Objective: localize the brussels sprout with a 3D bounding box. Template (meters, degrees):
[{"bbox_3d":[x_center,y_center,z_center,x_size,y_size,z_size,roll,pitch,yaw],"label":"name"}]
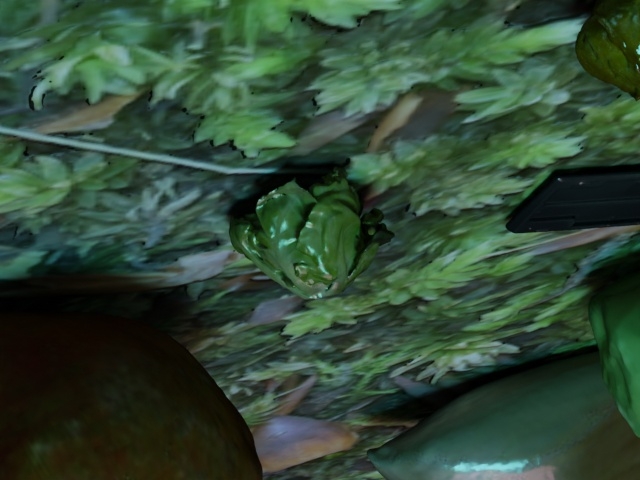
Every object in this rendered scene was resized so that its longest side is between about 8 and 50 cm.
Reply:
[{"bbox_3d":[0.000,0.000,0.953,0.085,0.058,0.085,-23,174,-2],"label":"brussels sprout"}]

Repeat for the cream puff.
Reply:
[{"bbox_3d":[0.155,-0.091,0.820,0.083,0.058,0.083,-3,154,-25],"label":"cream puff"}]

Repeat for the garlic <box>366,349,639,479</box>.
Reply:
[{"bbox_3d":[0.193,0.134,1.377,0.318,0.112,0.143,-23,157,-9],"label":"garlic"}]

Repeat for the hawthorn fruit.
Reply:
[{"bbox_3d":[-0.123,0.128,1.019,0.210,0.210,0.262,-28,180,31],"label":"hawthorn fruit"}]

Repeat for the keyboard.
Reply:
[{"bbox_3d":[0.205,-0.027,1.082,0.202,0.011,0.067,-4,155,-26],"label":"keyboard"}]

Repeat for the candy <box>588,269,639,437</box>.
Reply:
[{"bbox_3d":[0.336,0.027,1.166,0.343,0.132,0.142,-20,116,8],"label":"candy"}]
